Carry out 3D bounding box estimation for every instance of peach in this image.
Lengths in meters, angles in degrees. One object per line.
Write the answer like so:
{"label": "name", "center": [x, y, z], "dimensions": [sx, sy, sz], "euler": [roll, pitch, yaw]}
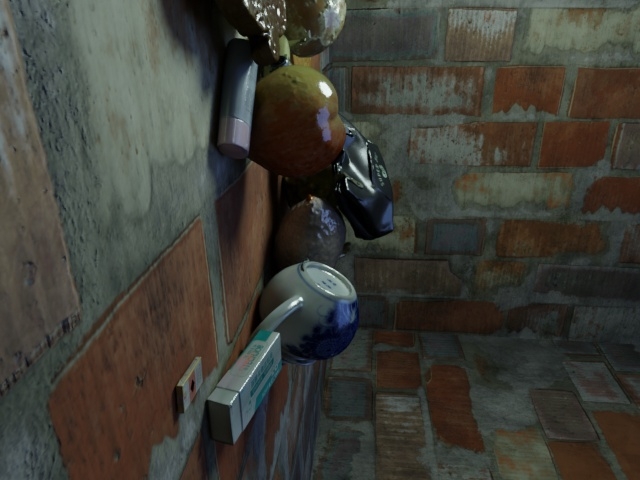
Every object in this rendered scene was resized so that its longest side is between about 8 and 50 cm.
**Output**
{"label": "peach", "center": [-0.067, -0.227, 0.969], "dimensions": [0.232, 0.232, 0.233], "euler": [2, 90, -84]}

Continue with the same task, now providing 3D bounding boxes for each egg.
{"label": "egg", "center": [-0.031, -0.575, 1.242], "dimensions": [0.195, 0.195, 0.233], "euler": [81, 30, -63]}

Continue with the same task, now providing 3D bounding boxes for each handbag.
{"label": "handbag", "center": [0.097, -0.195, 1.384], "dimensions": [0.288, 0.152, 0.342], "euler": [31, 46, -61]}

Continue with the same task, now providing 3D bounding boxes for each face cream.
{"label": "face cream", "center": [-0.146, -0.249, 0.862], "dimensions": [0.084, 0.057, 0.198], "euler": [56, 38, -77]}

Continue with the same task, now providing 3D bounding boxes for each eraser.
{"label": "eraser", "center": [-0.137, 0.271, 0.938], "dimensions": [0.225, 0.052, 0.096], "euler": [-50, 144, -60]}

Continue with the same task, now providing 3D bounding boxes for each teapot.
{"label": "teapot", "center": [-0.044, 0.205, 1.229], "dimensions": [0.280, 0.252, 0.424], "euler": [-59, 159, 19]}

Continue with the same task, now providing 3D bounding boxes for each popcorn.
{"label": "popcorn", "center": [-0.024, -0.154, 1.506], "dimensions": [0.187, 0.167, 0.185], "euler": [95, -19, -76]}

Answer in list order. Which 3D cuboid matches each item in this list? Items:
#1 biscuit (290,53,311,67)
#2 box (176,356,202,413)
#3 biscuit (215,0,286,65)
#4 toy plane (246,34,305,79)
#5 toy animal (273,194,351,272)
{"label": "biscuit", "center": [-0.065, -0.659, 1.513], "dimensions": [0.385, 0.062, 0.365], "euler": [-57, 148, -79]}
{"label": "box", "center": [-0.196, 0.215, 0.735], "dimensions": [0.083, 0.012, 0.046], "euler": [-69, 161, -73]}
{"label": "biscuit", "center": [-0.126, -0.445, 0.794], "dimensions": [0.367, 0.063, 0.314], "euler": [-66, 148, -71]}
{"label": "toy plane", "center": [-0.100, -0.385, 1.109], "dimensions": [0.242, 0.104, 0.256], "euler": [58, 38, -52]}
{"label": "toy animal", "center": [-0.028, -0.001, 1.377], "dimensions": [0.226, 0.188, 0.358], "euler": [-50, 162, -39]}
